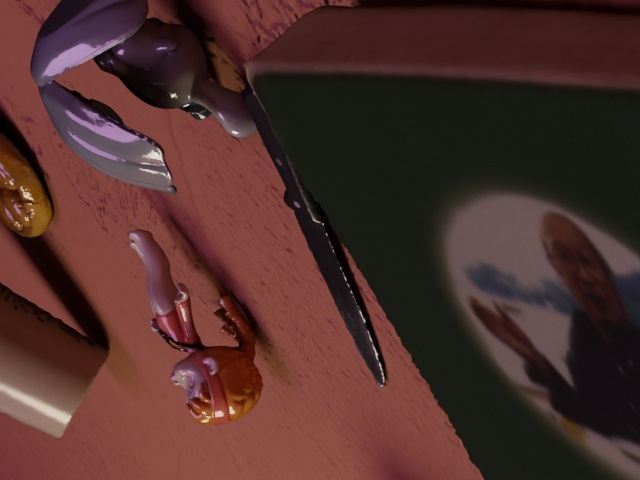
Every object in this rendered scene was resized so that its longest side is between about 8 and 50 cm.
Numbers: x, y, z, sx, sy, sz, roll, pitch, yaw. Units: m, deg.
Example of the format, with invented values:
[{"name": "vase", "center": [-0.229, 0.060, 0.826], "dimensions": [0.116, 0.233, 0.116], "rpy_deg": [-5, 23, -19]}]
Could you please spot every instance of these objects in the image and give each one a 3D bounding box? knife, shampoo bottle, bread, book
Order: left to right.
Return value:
[{"name": "shampoo bottle", "center": [-0.265, 0.039, 1.284], "dimensions": [0.257, 0.078, 0.127], "rpy_deg": [31, -175, -5]}, {"name": "bread", "center": [-0.201, -0.049, 1.216], "dimensions": [0.110, 0.024, 0.110], "rpy_deg": [48, 161, 22]}, {"name": "knife", "center": [0.000, 0.000, 0.829], "dimensions": [0.023, 0.010, 0.170], "rpy_deg": [31, 152, 50]}, {"name": "book", "center": [0.129, 0.093, 0.627], "dimensions": [0.260, 0.043, 0.371], "rpy_deg": [14, 137, 60]}]

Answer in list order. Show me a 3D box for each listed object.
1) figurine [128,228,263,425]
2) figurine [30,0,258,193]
[{"name": "figurine", "center": [-0.065, 0.041, 1.003], "dimensions": [0.109, 0.047, 0.064], "rpy_deg": [61, 170, 13]}, {"name": "figurine", "center": [-0.075, -0.068, 0.820], "dimensions": [0.086, 0.082, 0.094], "rpy_deg": [45, 177, -23]}]
